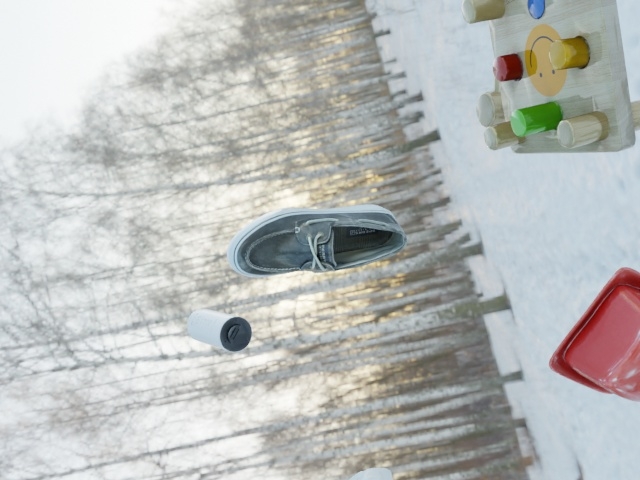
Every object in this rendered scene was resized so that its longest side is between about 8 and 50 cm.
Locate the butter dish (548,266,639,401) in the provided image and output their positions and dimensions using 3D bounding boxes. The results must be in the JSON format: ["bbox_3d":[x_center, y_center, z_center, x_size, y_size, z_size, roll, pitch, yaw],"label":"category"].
[{"bbox_3d":[0.390,0.138,0.850,0.160,0.160,0.118,25,-164,-31],"label":"butter dish"}]

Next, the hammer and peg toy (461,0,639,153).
[{"bbox_3d":[0.286,-0.251,0.968,0.361,0.127,0.266,-154,51,-73],"label":"hammer and peg toy"}]

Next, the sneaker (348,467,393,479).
[{"bbox_3d":[0.043,0.489,1.178,0.090,0.232,0.115,25,-153,-37],"label":"sneaker"}]

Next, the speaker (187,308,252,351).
[{"bbox_3d":[-0.160,0.139,1.092,0.136,0.055,0.055,-1,106,58],"label":"speaker"}]

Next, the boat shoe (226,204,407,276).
[{"bbox_3d":[0.000,0.000,1.276,0.119,0.335,0.121,-139,38,-63],"label":"boat shoe"}]
